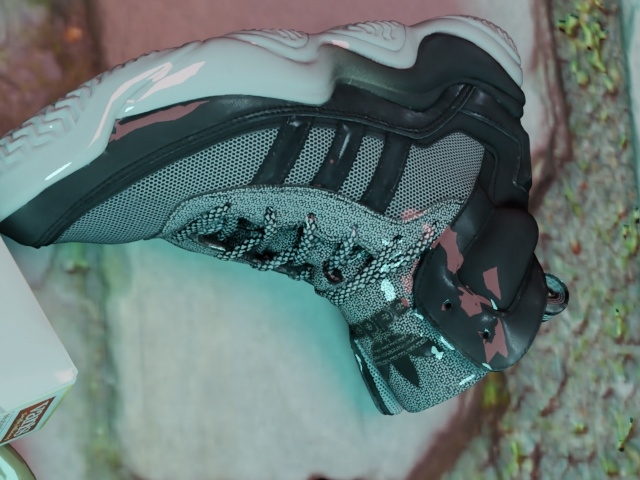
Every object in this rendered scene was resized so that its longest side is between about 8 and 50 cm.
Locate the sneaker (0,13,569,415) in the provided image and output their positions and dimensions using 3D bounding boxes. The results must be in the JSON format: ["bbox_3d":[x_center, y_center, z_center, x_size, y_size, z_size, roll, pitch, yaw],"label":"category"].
[{"bbox_3d":[0.000,0.000,0.593,0.269,0.101,0.153,-14,80,-39],"label":"sneaker"}]

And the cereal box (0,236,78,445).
[{"bbox_3d":[-0.217,0.019,0.453,0.240,0.047,0.173,-22,72,-37],"label":"cereal box"}]

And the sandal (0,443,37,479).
[{"bbox_3d":[-0.111,0.199,0.460,0.120,0.086,0.302,-2,74,-37],"label":"sandal"}]
